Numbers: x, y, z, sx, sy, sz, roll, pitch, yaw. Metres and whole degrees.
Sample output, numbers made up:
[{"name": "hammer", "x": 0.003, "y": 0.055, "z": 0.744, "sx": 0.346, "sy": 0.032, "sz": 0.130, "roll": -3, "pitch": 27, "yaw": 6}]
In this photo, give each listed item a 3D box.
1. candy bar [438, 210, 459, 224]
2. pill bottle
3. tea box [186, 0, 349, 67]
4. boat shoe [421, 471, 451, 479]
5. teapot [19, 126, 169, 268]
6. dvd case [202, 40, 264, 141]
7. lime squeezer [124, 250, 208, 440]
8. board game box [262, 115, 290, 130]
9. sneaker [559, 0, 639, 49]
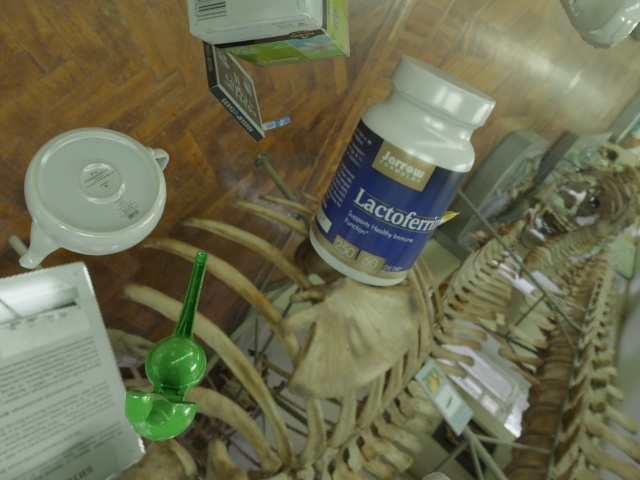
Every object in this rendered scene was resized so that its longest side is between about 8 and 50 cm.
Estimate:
[{"name": "candy bar", "x": 0.233, "y": -0.041, "z": 0.982, "sx": 0.161, "sy": 0.040, "sz": 0.018, "roll": -23, "pitch": 108, "yaw": -52}, {"name": "pill bottle", "x": 0.100, "y": -0.085, "z": 0.630, "sx": 0.153, "sy": 0.153, "sz": 0.265, "roll": -19, "pitch": 140, "yaw": -54}, {"name": "tea box", "x": -0.085, "y": -0.522, "z": 0.898, "sx": 0.323, "sy": 0.220, "sz": 0.329, "roll": -27, "pitch": 114, "yaw": -72}, {"name": "boat shoe", "x": 0.115, "y": 0.292, "z": 0.413, "sx": 0.084, "sy": 0.095, "sz": 0.258, "roll": -32, "pitch": 126, "yaw": -13}, {"name": "teapot", "x": -0.422, "y": -0.080, "z": 0.935, "sx": 0.256, "sy": 0.252, "sz": 0.187, "roll": 4, "pitch": 160, "yaw": -25}, {"name": "dvd case", "x": -0.206, "y": -0.366, "z": 1.150, "sx": 0.029, "sy": 0.239, "sz": 0.179, "roll": -28, "pitch": 141, "yaw": 15}, {"name": "lime squeezer", "x": -0.136, "y": 0.102, "z": 0.435, "sx": 0.310, "sy": 0.059, "sz": 0.110, "roll": -112, "pitch": -164, "yaw": -75}, {"name": "board game box", "x": -0.139, "y": -0.324, "z": 1.362, "sx": 0.090, "sy": 0.020, "sz": 0.090, "roll": -11, "pitch": -162, "yaw": 17}, {"name": "sneaker", "x": 0.315, "y": -0.325, "z": 0.595, "sx": 0.095, "sy": 0.235, "sz": 0.090, "roll": 18, "pitch": 140, "yaw": -24}]
